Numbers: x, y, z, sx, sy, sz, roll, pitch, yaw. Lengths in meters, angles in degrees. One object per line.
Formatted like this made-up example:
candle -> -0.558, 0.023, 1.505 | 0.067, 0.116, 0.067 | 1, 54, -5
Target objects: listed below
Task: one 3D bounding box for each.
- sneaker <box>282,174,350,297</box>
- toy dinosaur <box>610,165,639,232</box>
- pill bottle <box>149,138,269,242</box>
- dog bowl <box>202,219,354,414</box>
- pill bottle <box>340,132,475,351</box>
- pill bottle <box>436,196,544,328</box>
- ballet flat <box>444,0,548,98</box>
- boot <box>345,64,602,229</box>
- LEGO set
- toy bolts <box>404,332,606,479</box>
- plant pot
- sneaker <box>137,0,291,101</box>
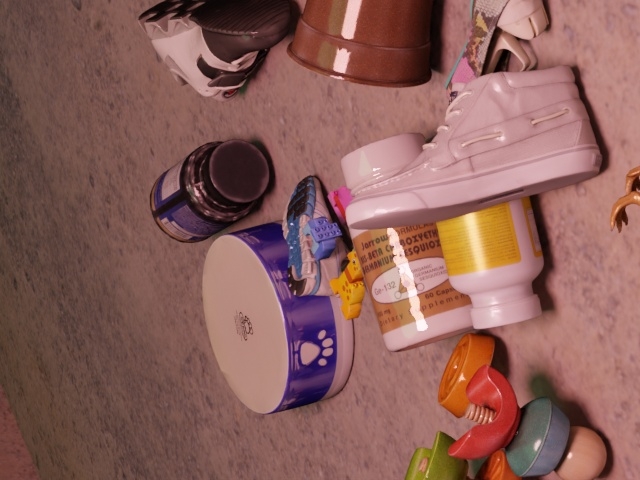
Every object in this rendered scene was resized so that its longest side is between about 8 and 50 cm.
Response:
sneaker -> 0.000, 0.000, 1.816 | 0.071, 0.083, 0.191 | -47, 37, 46
toy dinosaur -> 0.321, -0.048, 1.240 | 0.112, 0.064, 0.211 | 1, 112, 43
pill bottle -> -0.161, -0.075, 2.013 | 0.219, 0.122, 0.123 | -24, 80, 61
dog bowl -> -0.065, 0.108, 1.935 | 0.265, 0.104, 0.265 | 33, 130, 52
pill bottle -> 0.104, 0.002, 1.557 | 0.131, 0.131, 0.229 | -32, 73, 60
pill bottle -> 0.178, -0.004, 1.451 | 0.103, 0.103, 0.184 | -13, 90, 62
ballet flat -> 0.186, -0.210, 1.399 | 0.079, 0.077, 0.221 | 40, 142, 22
boot -> 0.141, -0.094, 1.366 | 0.095, 0.258, 0.123 | 55, -158, -79
LEGO set -> 0.050, 0.018, 1.710 | 0.227, 0.087, 0.093 | 64, 149, 21
toy bolts -> 0.215, 0.210, 1.497 | 0.228, 0.158, 0.218 | 125, 167, -66
plant pot -> 0.058, -0.273, 1.514 | 0.167, 0.167, 0.165 | 40, 127, 48
sneaker -> -0.124, -0.265, 1.902 | 0.330, 0.122, 0.146 | 15, 132, 58
